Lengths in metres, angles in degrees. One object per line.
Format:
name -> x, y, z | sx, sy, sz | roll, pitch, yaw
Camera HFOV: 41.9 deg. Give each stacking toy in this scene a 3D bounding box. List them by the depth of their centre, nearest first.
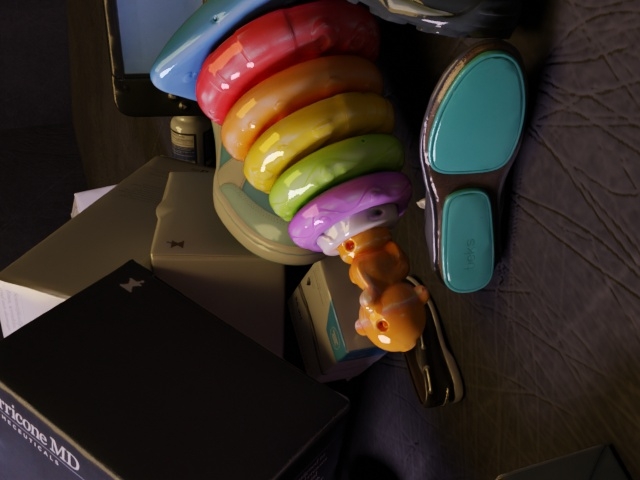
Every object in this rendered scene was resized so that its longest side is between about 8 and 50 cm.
stacking toy -> 0.012, -0.053, 0.666 | 0.175, 0.166, 0.302 | -31, 74, 26

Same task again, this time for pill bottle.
pill bottle -> -0.210, -0.169, 1.365 | 0.067, 0.067, 0.120 | -128, 34, -52

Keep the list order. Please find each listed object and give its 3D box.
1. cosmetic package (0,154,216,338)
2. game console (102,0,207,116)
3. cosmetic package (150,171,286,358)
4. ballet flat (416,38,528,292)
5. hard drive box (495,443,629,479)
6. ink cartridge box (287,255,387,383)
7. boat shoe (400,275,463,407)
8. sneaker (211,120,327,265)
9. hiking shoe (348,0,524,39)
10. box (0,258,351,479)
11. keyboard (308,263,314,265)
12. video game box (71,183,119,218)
cosmetic package -> -0.263, 0.058, 1.184 | 0.156, 0.385, 0.217 | 15, 122, 19
game console -> -0.185, -0.294, 1.109 | 0.173, 0.250, 0.293 | -79, -12, -69
cosmetic package -> -0.121, 0.114, 1.061 | 0.197, 0.155, 0.365 | -93, 5, -55
ballet flat -> 0.101, -0.056, 0.592 | 0.074, 0.074, 0.203 | -124, 25, -48
hard drive box -> 0.156, 0.275, 0.568 | 0.232, 0.089, 0.181 | 107, 146, -51
ink cartridge box -> 0.015, 0.091, 0.898 | 0.180, 0.060, 0.104 | 124, 133, -63
boat shoe -> 0.085, 0.089, 0.743 | 0.046, 0.038, 0.125 | 117, 138, -58
sneaker -> -0.050, -0.143, 0.843 | 0.208, 0.127, 0.319 | 100, 157, -44
hiking shoe -> 0.046, -0.255, 0.582 | 0.304, 0.113, 0.132 | 56, 139, 35
box -> -0.171, 0.278, 0.887 | 0.293, 0.212, 0.395 | 30, 131, 23
keyboard -> 0.000, 0.000, 0.952 | 0.180, 0.023, 0.108 | 162, 97, -70
video game box -> -0.414, -0.079, 1.758 | 0.187, 0.205, 0.048 | 142, 112, -68
